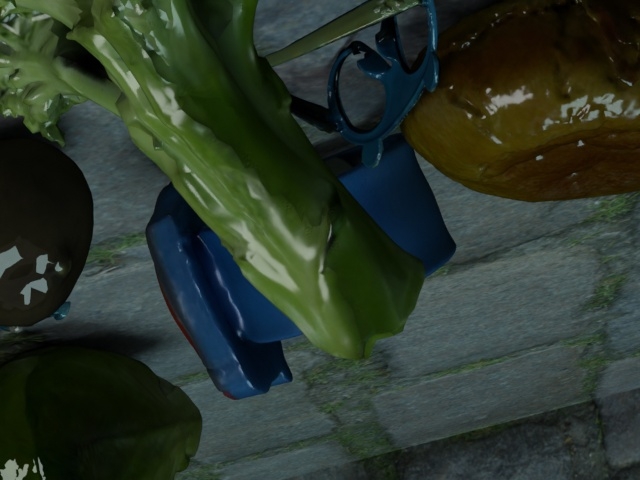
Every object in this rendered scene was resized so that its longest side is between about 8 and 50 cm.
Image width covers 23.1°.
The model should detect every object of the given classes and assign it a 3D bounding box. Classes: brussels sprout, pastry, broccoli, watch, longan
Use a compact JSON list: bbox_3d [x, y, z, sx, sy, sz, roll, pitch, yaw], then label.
[{"bbox_3d":[-0.331,0.281,2.050,0.355,0.289,0.281,-14,179,-39],"label":"brussels sprout"},{"bbox_3d":[0.240,-0.134,1.450,0.356,0.163,0.356,-11,168,-2],"label":"pastry"},{"bbox_3d":[-0.069,-0.132,0.963,0.275,0.397,0.353,-37,158,-10],"label":"broccoli"},{"bbox_3d":[0.000,0.000,1.582,0.275,0.241,0.305,-21,-170,22],"label":"watch"},{"bbox_3d":[-0.288,-0.011,1.441,0.189,0.189,0.189,-12,161,-4],"label":"longan"}]

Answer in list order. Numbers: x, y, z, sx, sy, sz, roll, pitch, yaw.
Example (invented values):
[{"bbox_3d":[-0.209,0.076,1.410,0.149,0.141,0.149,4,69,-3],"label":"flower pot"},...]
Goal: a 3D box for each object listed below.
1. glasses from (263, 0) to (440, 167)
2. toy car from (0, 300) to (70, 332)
[{"bbox_3d":[-0.006,-0.173,1.355,0.207,0.102,0.239,21,152,-12],"label":"glasses"},{"bbox_3d":[-0.346,0.068,1.720,0.126,0.098,0.161,-2,156,-26],"label":"toy car"}]
